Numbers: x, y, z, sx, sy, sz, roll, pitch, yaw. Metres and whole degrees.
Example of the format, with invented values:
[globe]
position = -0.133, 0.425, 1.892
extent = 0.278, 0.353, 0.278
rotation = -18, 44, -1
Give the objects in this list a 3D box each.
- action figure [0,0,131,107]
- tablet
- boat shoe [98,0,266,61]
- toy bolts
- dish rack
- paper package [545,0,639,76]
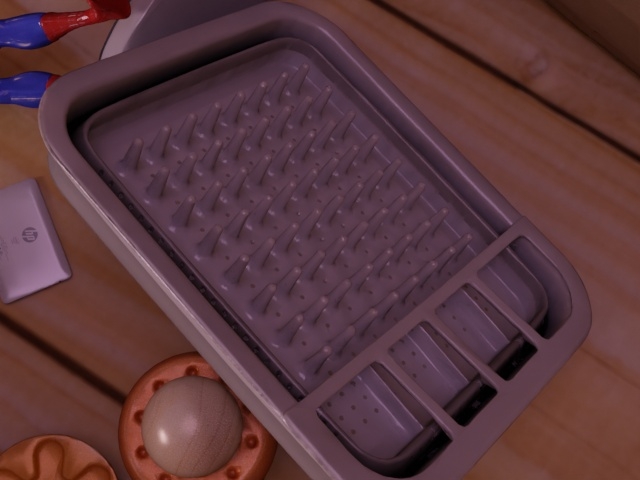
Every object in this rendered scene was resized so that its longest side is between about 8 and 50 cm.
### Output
[action figure]
position = -0.280, -0.119, 0.687
extent = 0.280, 0.139, 0.092
rotation = -6, 88, 24
[tablet]
position = -0.222, 0.000, 0.754
extent = 0.054, 0.006, 0.083
rotation = -23, 80, -6
[boat shoe]
position = -0.090, -0.217, 0.763
extent = 0.088, 0.096, 0.268
rotation = 28, 85, 34
[toy bolts]
position = -0.113, 0.198, 0.635
extent = 0.218, 0.158, 0.229
rotation = -17, 79, -4
[dish rack]
position = 0.000, 0.000, 0.673
extent = 0.333, 0.072, 0.285
rotation = 48, 45, 9
[paper package]
position = 0.312, -0.284, 0.741
extent = 0.309, 0.168, 0.325
rotation = 41, 81, 7
